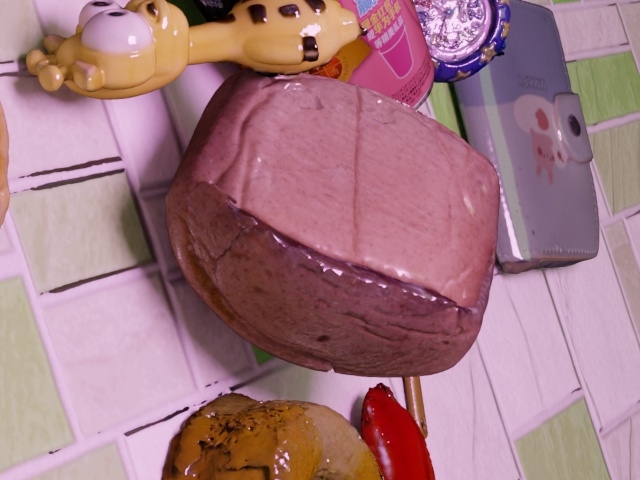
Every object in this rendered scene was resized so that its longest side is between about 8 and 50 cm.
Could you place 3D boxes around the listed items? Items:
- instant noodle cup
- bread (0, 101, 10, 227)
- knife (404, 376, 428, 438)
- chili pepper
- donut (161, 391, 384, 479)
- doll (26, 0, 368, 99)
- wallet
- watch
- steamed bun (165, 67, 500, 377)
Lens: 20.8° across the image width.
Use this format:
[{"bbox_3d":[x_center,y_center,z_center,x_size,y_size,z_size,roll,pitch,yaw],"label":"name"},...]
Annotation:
[{"bbox_3d":[-0.007,-0.232,1.673,0.255,0.244,0.244,62,31,-30],"label":"instant noodle cup"},{"bbox_3d":[-0.319,-0.069,1.155,0.244,0.134,0.244,34,46,-43],"label":"bread"},{"bbox_3d":[0.086,0.084,1.832,0.046,0.022,0.256,15,62,-50],"label":"knife"},{"bbox_3d":[0.085,0.312,1.637,0.110,0.110,0.387,33,43,-47],"label":"chili pepper"},{"bbox_3d":[-0.017,0.257,1.497,0.272,0.107,0.272,30,52,-49],"label":"donut"},{"bbox_3d":[-0.104,-0.170,1.472,0.291,0.117,0.086,-10,115,-22],"label":"doll"},{"bbox_3d":[0.257,-0.138,2.170,0.252,0.083,0.360,-3,78,-53],"label":"wallet"},{"bbox_3d":[0.122,-0.242,1.881,0.196,0.200,0.171,-8,85,-14],"label":"watch"},{"bbox_3d":[0.000,0.000,1.560,0.301,0.199,0.251,24,47,-11],"label":"steamed bun"}]
